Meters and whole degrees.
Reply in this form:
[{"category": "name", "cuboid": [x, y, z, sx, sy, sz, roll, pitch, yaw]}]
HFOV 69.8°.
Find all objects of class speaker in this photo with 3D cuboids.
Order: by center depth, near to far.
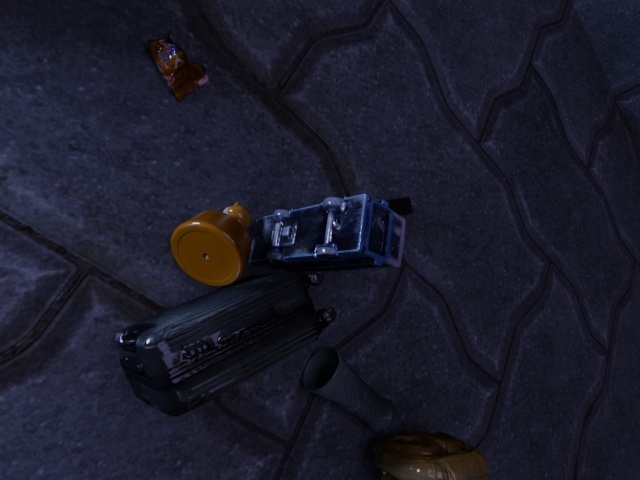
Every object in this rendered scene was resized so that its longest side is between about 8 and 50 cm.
[{"category": "speaker", "cuboid": [0.136, -0.068, 1.070, 0.191, 0.040, 0.046, -12, 91, -37]}]

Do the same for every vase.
[{"category": "vase", "cuboid": [0.069, 0.316, 0.937, 0.219, 0.096, 0.096, 45, 60, -27]}]

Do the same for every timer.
[{"category": "timer", "cuboid": [-0.168, -0.014, 0.809, 0.132, 0.132, 0.152, 52, 33, -19]}]

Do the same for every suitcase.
[{"category": "suitcase", "cuboid": [-0.148, 0.147, 0.730, 0.312, 0.202, 0.128, -21, 96, -37]}]

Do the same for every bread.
[{"category": "bread", "cuboid": [0.235, 0.478, 0.966, 0.236, 0.198, 0.120, 10, 83, -36]}]

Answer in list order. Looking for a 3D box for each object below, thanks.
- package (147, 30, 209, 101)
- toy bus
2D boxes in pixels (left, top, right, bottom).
[{"category": "package", "cuboid": [-0.255, -0.316, 0.822, 0.110, 0.033, 0.077, 58, 46, -21]}, {"category": "toy bus", "cuboid": [0.000, 0.000, 0.803, 0.131, 0.297, 0.106, 20, 72, -39]}]
